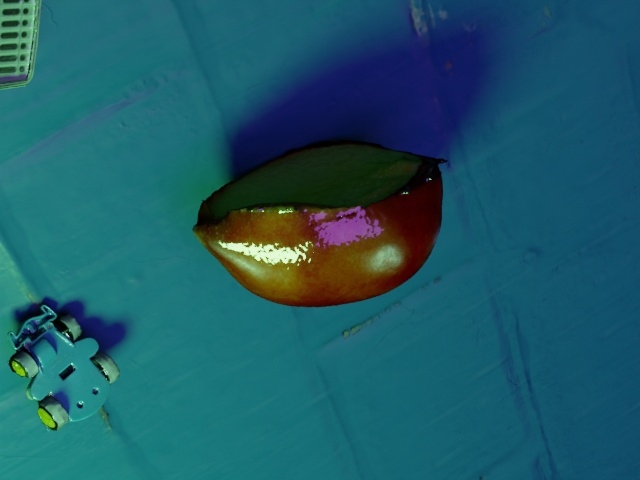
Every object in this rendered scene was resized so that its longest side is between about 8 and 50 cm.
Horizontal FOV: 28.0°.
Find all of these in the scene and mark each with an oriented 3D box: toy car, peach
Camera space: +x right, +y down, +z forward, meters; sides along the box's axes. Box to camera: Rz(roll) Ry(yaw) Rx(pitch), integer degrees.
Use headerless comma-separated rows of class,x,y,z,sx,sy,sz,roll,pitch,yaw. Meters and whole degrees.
toy car,-0.374,0.180,1.782,0.161,0.098,0.126,52,54,-10
peach,0.000,0.000,1.778,0.361,0.257,0.201,-18,116,-25

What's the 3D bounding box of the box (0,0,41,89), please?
box,-0.457,-0.268,1.416,0.290,0.166,0.221,-11,119,-40
